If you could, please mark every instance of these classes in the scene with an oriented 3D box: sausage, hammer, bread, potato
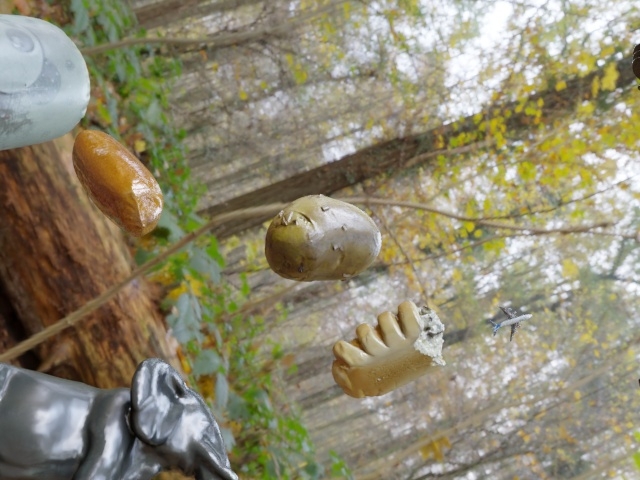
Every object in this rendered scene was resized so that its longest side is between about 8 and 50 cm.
[{"bbox_3d":[-0.298,-0.088,1.016,0.238,0.098,0.098,42,-27,43],"label":"sausage"},{"bbox_3d":[-0.355,-0.181,0.575,0.305,0.202,0.113,38,-64,14],"label":"hammer"},{"bbox_3d":[0.097,0.156,1.004,0.119,0.177,0.084,60,4,-42],"label":"bread"},{"bbox_3d":[0.000,0.000,1.050,0.137,0.176,0.137,-17,-109,62],"label":"potato"}]

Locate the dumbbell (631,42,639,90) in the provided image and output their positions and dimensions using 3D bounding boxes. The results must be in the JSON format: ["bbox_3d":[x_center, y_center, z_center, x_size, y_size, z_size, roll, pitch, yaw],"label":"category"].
[{"bbox_3d":[0.605,-0.338,1.195,0.099,0.208,0.099,37,-7,5],"label":"dumbbell"}]

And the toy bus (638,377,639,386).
[{"bbox_3d":[0.695,0.295,1.231,0.128,0.262,0.150,-42,-146,44],"label":"toy bus"}]

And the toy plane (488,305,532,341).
[{"bbox_3d":[0.369,0.158,1.354,0.024,0.084,0.078,-129,-161,-77],"label":"toy plane"}]

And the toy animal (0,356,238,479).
[{"bbox_3d":[-0.157,0.147,0.461,0.114,0.245,0.146,-55,-159,32],"label":"toy animal"}]
